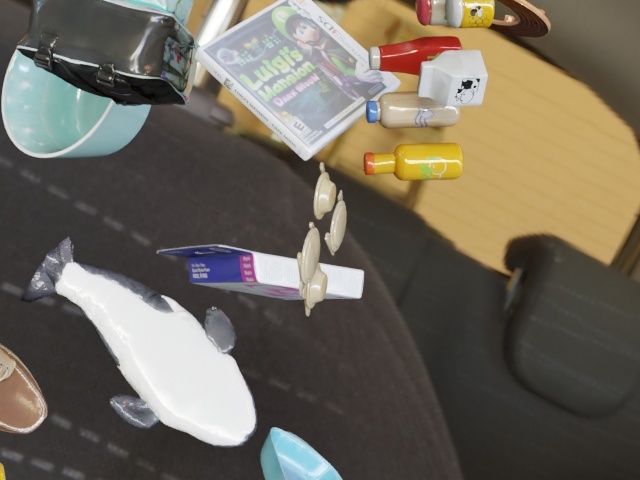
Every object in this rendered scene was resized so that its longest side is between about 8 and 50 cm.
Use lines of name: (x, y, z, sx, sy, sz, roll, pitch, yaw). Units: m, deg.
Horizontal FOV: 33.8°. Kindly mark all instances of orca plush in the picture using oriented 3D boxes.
orca plush: (-0.193, 0.126, 1.148, 0.287, 0.151, 0.102, 27, -18, -3)

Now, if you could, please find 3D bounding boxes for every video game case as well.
video game case: (-0.022, -0.195, 1.208, 0.173, 0.190, 0.022, 43, -40, 7)

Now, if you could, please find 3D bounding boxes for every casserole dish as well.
casserole dish: (-0.011, 0.266, 1.083, 0.114, 0.037, 0.188, 38, 8, -25)

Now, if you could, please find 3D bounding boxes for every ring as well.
ring: (0.273, -0.459, 1.961, 0.337, 0.032, 0.336, 22, 3, -1)

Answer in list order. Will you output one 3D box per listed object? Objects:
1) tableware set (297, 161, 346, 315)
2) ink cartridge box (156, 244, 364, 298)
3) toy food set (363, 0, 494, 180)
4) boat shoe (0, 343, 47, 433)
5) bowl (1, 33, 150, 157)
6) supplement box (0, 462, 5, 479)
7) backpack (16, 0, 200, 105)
tableware set: (0.000, 0.000, 1.223, 0.020, 0.168, 0.141, 9, -31, 14)
ink cartridge box: (-0.133, 0.072, 2.176, 0.330, 0.071, 0.324, 10, -7, -29)
toy food set: (0.101, -0.170, 1.072, 0.105, 0.232, 0.111, -3, 50, -6)
boat shoe: (-0.513, 0.181, 1.516, 0.116, 0.123, 0.324, 18, -25, 54)
bowl: (-0.442, -0.284, 2.018, 0.311, 0.311, 0.163, 28, 2, 36)
supplement box: (-0.427, 0.425, 1.075, 0.194, 0.195, 0.356, 11, 42, -36)
backpack: (-0.282, -0.285, 1.496, 0.225, 0.191, 0.253, 14, -7, 11)
